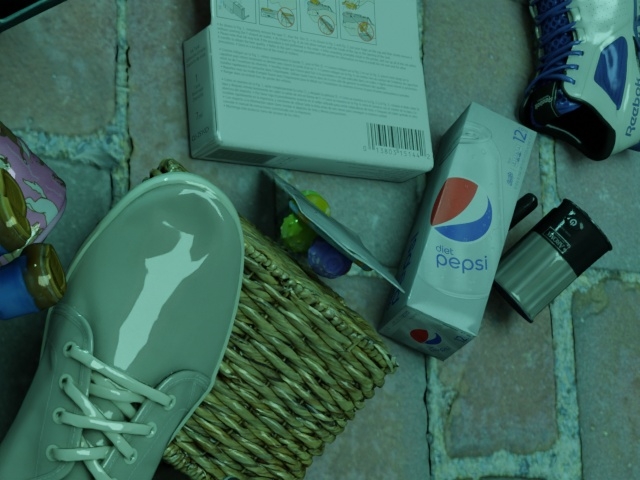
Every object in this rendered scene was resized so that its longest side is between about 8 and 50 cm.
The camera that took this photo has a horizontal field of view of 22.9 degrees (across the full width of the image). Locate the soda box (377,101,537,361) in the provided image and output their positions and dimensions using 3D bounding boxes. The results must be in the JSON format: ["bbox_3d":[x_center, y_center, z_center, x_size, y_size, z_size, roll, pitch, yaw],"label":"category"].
[{"bbox_3d":[0.160,-0.012,1.828,0.091,0.098,0.286,25,63,-9],"label":"soda box"}]

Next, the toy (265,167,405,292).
[{"bbox_3d":[0.000,0.000,1.660,0.137,0.237,0.056,37,98,-17],"label":"toy"}]

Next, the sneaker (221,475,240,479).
[{"bbox_3d":[-0.117,0.373,1.534,0.122,0.146,0.331,-50,132,-60],"label":"sneaker"}]

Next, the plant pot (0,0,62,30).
[{"bbox_3d":[-0.329,-0.267,1.480,0.165,0.234,0.166,-35,99,-37],"label":"plant pot"}]

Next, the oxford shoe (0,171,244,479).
[{"bbox_3d":[-0.192,0.153,1.396,0.169,0.130,0.449,28,93,-13],"label":"oxford shoe"}]

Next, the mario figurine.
[{"bbox_3d":[-0.392,0.042,1.361,0.320,0.170,0.198,-22,86,0],"label":"mario figurine"}]

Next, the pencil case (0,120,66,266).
[{"bbox_3d":[-0.407,-0.101,1.427,0.386,0.160,0.167,41,102,-19],"label":"pencil case"}]

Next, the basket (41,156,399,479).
[{"bbox_3d":[-0.113,0.092,1.583,0.299,0.213,0.223,39,94,-21],"label":"basket"}]

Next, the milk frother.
[{"bbox_3d":[0.273,0.028,1.915,0.134,0.129,0.143,-42,138,-1],"label":"milk frother"}]

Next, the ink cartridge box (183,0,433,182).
[{"bbox_3d":[-0.014,-0.210,1.793,0.296,0.066,0.261,6,73,-35],"label":"ink cartridge box"}]

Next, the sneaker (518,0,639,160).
[{"bbox_3d":[0.324,-0.235,2.002,0.182,0.127,0.316,-28,95,-39],"label":"sneaker"}]
